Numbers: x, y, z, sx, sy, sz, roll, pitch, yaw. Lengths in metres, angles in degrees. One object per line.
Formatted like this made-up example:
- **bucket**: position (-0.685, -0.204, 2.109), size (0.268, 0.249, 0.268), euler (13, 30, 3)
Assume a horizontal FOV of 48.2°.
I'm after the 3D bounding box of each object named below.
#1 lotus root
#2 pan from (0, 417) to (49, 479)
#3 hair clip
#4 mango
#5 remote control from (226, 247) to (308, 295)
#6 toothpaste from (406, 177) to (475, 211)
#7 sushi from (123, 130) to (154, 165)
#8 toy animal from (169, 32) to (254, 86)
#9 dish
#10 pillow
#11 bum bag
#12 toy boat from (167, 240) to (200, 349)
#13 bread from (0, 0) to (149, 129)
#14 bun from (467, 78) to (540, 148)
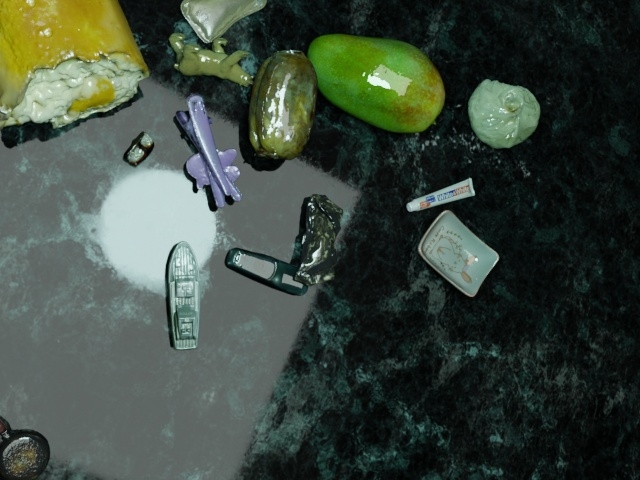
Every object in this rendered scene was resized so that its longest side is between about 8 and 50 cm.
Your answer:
- **lotus root**: position (-0.094, -0.336, 1.780), size (0.160, 0.152, 0.275), euler (9, 93, -20)
- **pan**: position (-0.693, 0.445, 1.599), size (0.114, 0.040, 0.212), euler (-34, 98, -22)
- **hair clip**: position (-0.271, -0.221, 1.757), size (0.137, 0.090, 0.279), euler (-24, 102, -30)
- **mango**: position (0.144, -0.417, 1.841), size (0.381, 0.201, 0.225), euler (24, 102, -5)
- **remote control**: position (-0.128, 0.077, 1.800), size (0.221, 0.042, 0.072), euler (21, 79, -15)
- **toothpaste**: position (0.333, -0.121, 1.970), size (0.218, 0.033, 0.052), euler (-18, 97, -22)
- **sushi**: position (-0.436, -0.219, 1.728), size (0.046, 0.044, 0.083), euler (44, 76, -33)
- **toy animal**: position (-0.265, -0.441, 1.770), size (0.218, 0.103, 0.101), euler (1, 122, -20)
- **dish**: position (0.361, 0.037, 1.943), size (0.212, 0.077, 0.151), euler (40, 74, -12)
- **pillow**: position (-0.244, -0.602, 1.807), size (0.217, 0.033, 0.130), euler (-39, 104, -16)
- **bum bag**: position (0.001, 0.000, 1.833), size (0.102, 0.069, 0.248), euler (22, 73, -40)
- **toy boat**: position (-0.325, 0.132, 1.711), size (0.078, 0.085, 0.261), euler (-1, 87, -17)
- **bread**: position (-0.608, -0.470, 1.569), size (0.361, 0.250, 0.394), euler (-23, 93, -19)
- **bun**: position (0.520, -0.364, 1.993), size (0.212, 0.126, 0.204), euler (-28, 97, -18)
